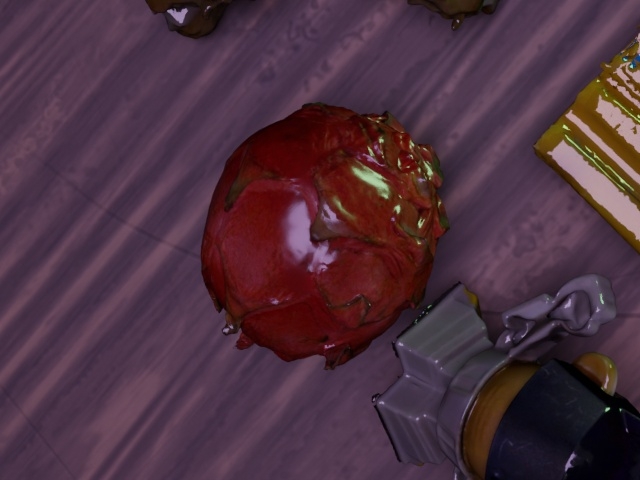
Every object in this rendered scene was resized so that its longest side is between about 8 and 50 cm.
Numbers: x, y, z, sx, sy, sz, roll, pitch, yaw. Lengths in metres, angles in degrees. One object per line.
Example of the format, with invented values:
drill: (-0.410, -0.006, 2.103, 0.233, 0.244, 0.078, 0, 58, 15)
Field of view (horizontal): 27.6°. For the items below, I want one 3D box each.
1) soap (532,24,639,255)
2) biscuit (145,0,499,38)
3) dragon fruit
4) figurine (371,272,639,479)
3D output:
soap: (0.374, -0.050, 1.217, 0.324, 0.096, 0.204, 44, 98, 5)
biscuit: (-0.005, -0.334, 1.259, 0.366, 0.115, 0.268, 1, 94, 9)
dragon fruit: (0.004, -0.009, 1.220, 0.241, 0.241, 0.252, 54, 135, 3)
figurine: (0.185, 0.174, 1.189, 0.308, 0.143, 0.308, 18, 113, 50)
